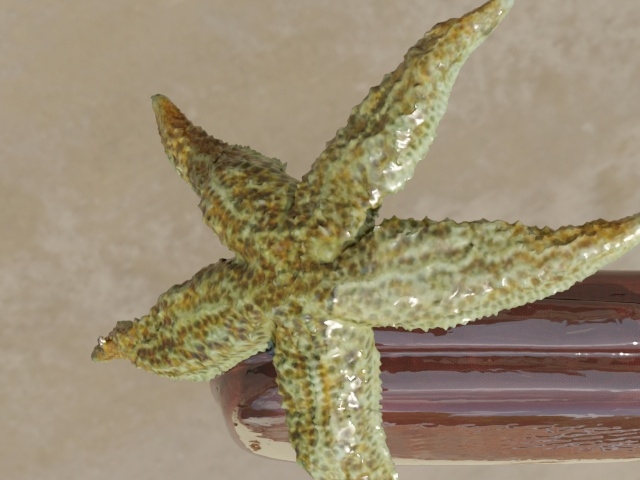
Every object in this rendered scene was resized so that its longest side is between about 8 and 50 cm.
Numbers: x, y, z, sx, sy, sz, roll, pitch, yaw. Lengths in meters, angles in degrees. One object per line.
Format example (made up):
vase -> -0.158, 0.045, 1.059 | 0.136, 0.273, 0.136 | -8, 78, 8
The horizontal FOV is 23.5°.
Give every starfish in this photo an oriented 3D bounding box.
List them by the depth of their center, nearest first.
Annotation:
starfish -> -0.001, -0.002, 0.913 | 0.078, 0.347, 0.357 | 3, 114, -55

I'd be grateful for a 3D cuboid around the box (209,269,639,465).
box -> 0.120, 0.096, 1.120 | 0.404, 0.108, 0.263 | 1, 161, -1
